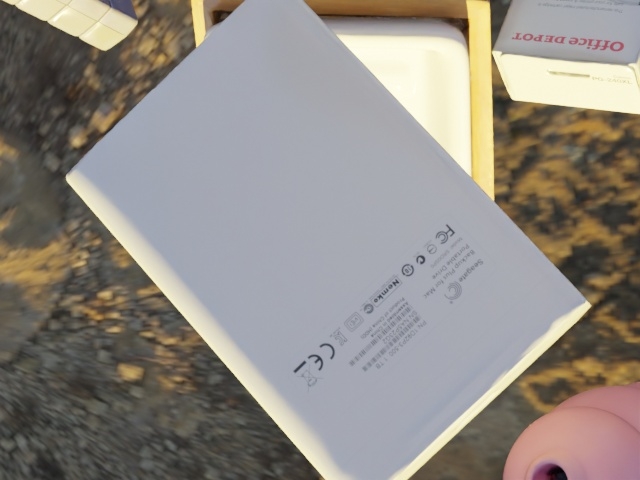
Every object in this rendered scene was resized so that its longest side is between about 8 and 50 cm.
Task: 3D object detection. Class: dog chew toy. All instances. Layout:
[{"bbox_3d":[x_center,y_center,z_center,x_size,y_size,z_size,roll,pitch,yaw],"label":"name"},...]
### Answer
[{"bbox_3d":[0.265,0.215,1.575,0.206,0.332,0.206,-6,78,30],"label":"dog chew toy"}]

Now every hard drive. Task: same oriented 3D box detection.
[{"bbox_3d":[0.000,0.000,1.212,0.203,0.040,0.307,-44,74,5],"label":"hard drive"}]

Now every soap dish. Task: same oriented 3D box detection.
[{"bbox_3d":[0.027,-0.082,1.466,0.229,0.118,0.291,3,127,10],"label":"soap dish"}]

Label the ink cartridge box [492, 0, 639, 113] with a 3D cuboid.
[{"bbox_3d":[0.205,-0.172,1.348,0.109,0.063,0.150,9,60,26],"label":"ink cartridge box"}]

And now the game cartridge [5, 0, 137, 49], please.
[{"bbox_3d":[-0.288,-0.342,1.612,0.230,0.068,0.355,19,39,-44],"label":"game cartridge"}]
